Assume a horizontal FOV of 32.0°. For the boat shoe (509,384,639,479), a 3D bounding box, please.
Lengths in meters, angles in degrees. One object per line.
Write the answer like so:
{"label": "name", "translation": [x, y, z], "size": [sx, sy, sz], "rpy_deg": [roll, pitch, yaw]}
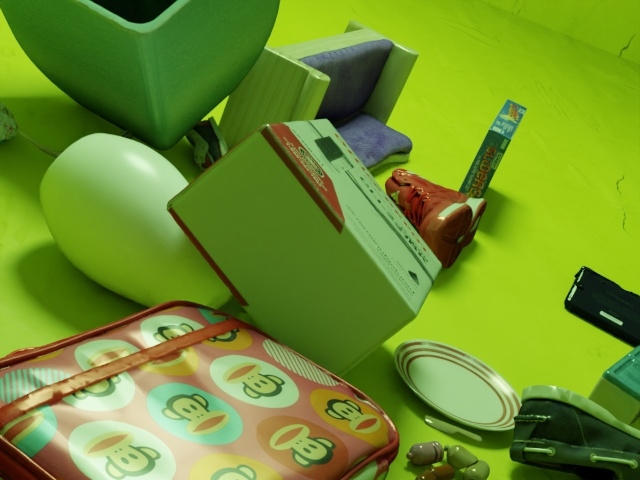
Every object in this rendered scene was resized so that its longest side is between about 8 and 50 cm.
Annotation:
{"label": "boat shoe", "translation": [0.280, 0.216, 1.044], "size": [0.233, 0.084, 0.079], "rpy_deg": [26, 61, -13]}

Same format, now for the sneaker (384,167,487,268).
{"label": "sneaker", "translation": [0.124, -0.031, 1.399], "size": [0.128, 0.087, 0.221], "rpy_deg": [22, 10, 15]}

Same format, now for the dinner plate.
{"label": "dinner plate", "translation": [0.134, 0.145, 1.097], "size": [0.141, 0.017, 0.141], "rpy_deg": [21, 25, -10]}

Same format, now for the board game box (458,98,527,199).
{"label": "board game box", "translation": [0.240, -0.116, 1.595], "size": [0.035, 0.136, 0.201], "rpy_deg": [27, 24, 6]}

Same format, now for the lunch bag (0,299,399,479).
{"label": "lunch bag", "translation": [-0.110, 0.143, 0.756], "size": [0.258, 0.120, 0.293], "rpy_deg": [30, 22, 21]}

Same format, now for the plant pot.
{"label": "plant pot", "translation": [-0.195, -0.253, 1.270], "size": [0.247, 0.252, 0.248], "rpy_deg": [29, 58, 21]}

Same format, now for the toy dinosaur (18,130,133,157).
{"label": "toy dinosaur", "translation": [-0.241, -0.087, 1.198], "size": [0.092, 0.053, 0.183], "rpy_deg": [17, 12, 20]}

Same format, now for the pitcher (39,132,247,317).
{"label": "pitcher", "translation": [-0.143, 0.001, 1.023], "size": [0.207, 0.125, 0.178], "rpy_deg": [43, 13, 13]}

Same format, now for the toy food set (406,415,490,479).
{"label": "toy food set", "translation": [0.108, 0.204, 0.951], "size": [0.078, 0.019, 0.122], "rpy_deg": [22, 31, -5]}

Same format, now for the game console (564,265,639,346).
{"label": "game console", "translation": [0.377, 0.092, 1.448], "size": [0.122, 0.071, 0.107], "rpy_deg": [28, 54, 10]}

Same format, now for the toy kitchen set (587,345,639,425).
{"label": "toy kitchen set", "translation": [0.426, 0.151, 1.178], "size": [0.207, 0.166, 0.122], "rpy_deg": [36, 26, 23]}

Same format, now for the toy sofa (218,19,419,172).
{"label": "toy sofa", "translation": [0.026, -0.186, 1.517], "size": [0.177, 0.150, 0.362], "rpy_deg": [30, 24, 14]}

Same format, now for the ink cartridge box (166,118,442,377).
{"label": "ink cartridge box", "translation": [0.000, 0.000, 1.007], "size": [0.197, 0.114, 0.273], "rpy_deg": [52, 12, 1]}

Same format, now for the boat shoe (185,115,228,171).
{"label": "boat shoe", "translation": [-0.130, -0.102, 1.328], "size": [0.043, 0.049, 0.137], "rpy_deg": [-24, 38, -2]}

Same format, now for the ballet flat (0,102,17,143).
{"label": "ballet flat", "translation": [-0.391, -0.134, 1.097], "size": [0.091, 0.077, 0.241], "rpy_deg": [37, 26, 27]}
